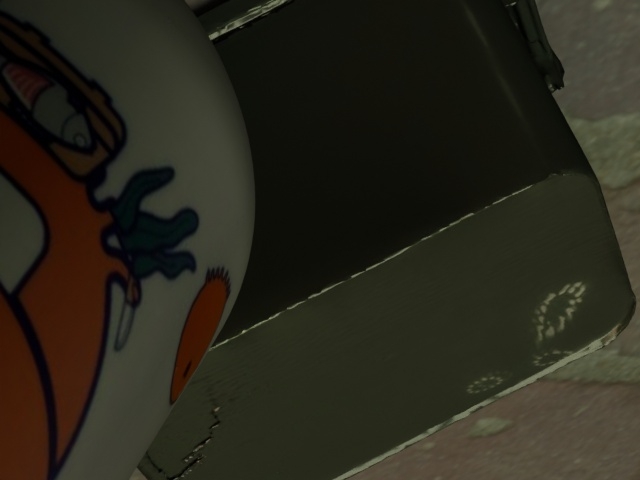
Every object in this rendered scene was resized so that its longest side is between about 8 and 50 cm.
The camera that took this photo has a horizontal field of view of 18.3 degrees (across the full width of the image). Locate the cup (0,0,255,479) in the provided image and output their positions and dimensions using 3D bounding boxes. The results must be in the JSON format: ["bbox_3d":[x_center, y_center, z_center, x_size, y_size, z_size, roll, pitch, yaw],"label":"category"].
[{"bbox_3d":[-0.158,0.038,0.559,0.212,0.317,0.212,14,133,16],"label":"cup"}]

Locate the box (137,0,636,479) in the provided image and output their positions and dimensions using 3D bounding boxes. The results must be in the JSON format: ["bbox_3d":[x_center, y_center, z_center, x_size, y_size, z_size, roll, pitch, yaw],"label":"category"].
[{"bbox_3d":[0.000,0.000,0.775,0.243,0.135,0.163,-26,145,1],"label":"box"}]
